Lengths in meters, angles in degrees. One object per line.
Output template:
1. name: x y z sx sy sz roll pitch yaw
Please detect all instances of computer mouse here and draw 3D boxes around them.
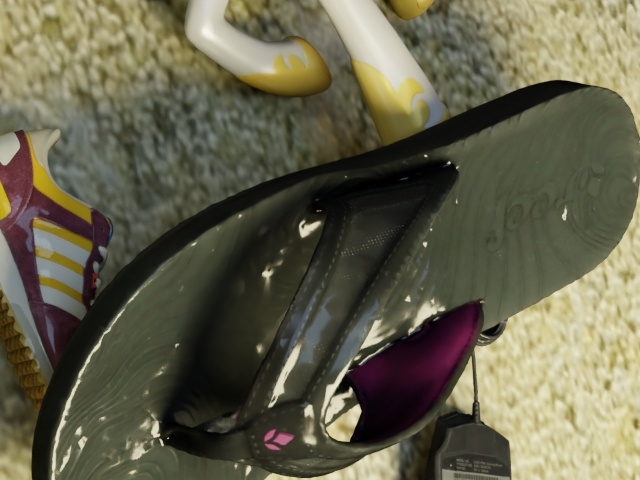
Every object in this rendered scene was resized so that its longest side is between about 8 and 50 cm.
1. computer mouse: 0.092 0.106 0.909 0.071 0.041 0.242 16 67 -34

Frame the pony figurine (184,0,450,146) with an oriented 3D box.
1. pony figurine: -0.015 -0.267 0.807 0.363 0.303 0.351 37 74 -34

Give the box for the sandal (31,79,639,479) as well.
1. sandal: 0.040 0.029 0.766 0.446 0.107 0.167 -31 122 -27

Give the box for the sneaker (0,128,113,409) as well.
1. sneaker: -0.145 0.025 0.772 0.084 0.069 0.185 -25 94 -24
